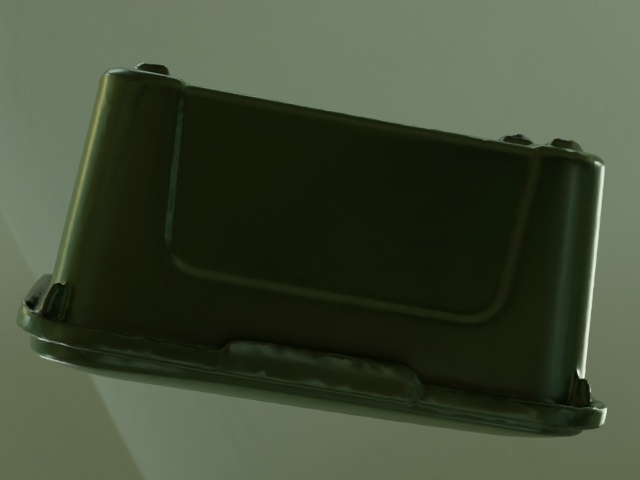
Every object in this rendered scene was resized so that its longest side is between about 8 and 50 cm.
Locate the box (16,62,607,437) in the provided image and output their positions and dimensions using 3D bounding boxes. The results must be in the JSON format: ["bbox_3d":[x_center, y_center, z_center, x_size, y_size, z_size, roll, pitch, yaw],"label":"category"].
[{"bbox_3d":[0.000,0.000,1.114,0.328,0.253,0.178,8,-85,-6],"label":"box"}]
